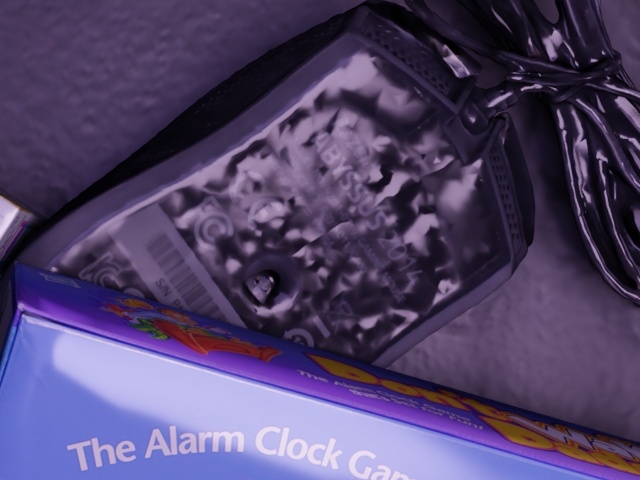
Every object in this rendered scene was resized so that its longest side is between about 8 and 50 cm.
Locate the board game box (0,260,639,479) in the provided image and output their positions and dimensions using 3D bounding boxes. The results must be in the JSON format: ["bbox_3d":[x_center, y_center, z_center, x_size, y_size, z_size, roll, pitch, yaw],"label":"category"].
[{"bbox_3d":[0.033,0.170,0.528,0.347,0.078,0.233,18,95,-14],"label":"board game box"}]

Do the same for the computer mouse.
[{"bbox_3d":[0.000,0.000,0.576,0.272,0.072,0.188,-31,108,-6],"label":"computer mouse"}]

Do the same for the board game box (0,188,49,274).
[{"bbox_3d":[-0.169,-0.040,0.549,0.154,0.103,0.026,33,86,-3],"label":"board game box"}]
